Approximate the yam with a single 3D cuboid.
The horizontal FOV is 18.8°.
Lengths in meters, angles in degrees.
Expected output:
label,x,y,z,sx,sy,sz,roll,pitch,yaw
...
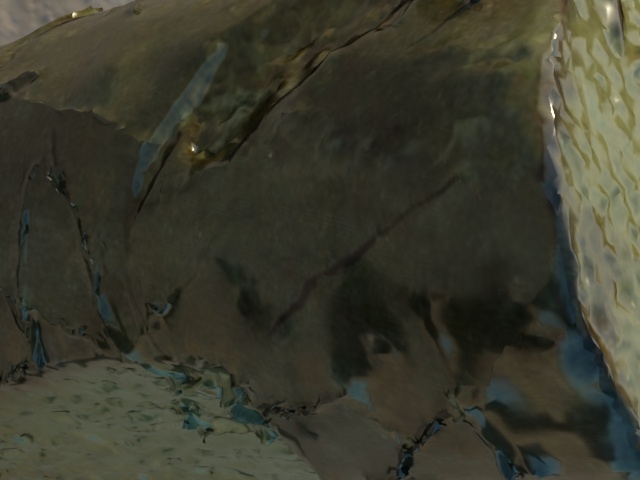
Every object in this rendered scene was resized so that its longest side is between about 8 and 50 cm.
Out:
label,x,y,z,sx,sy,sz,roll,pitch,yaw
yam,0.000,0.000,0.472,0.154,0.254,0.154,9,78,-43
